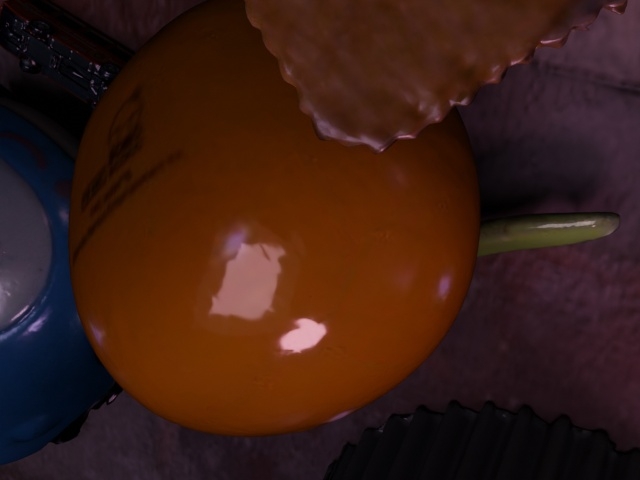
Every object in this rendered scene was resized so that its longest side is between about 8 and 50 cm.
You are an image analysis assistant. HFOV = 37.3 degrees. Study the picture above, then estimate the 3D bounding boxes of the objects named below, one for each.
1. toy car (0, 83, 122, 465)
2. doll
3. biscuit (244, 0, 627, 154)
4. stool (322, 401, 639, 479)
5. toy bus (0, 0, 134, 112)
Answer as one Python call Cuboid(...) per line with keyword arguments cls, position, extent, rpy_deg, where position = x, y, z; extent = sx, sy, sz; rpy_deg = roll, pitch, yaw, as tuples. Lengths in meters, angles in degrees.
Cuboid(cls="toy car", position=(-0.217, 0.041, 0.580), extent=(0.188, 0.190, 0.255), rpy_deg=(42, 130, 8))
Cuboid(cls="doll", position=(0.000, 0.000, 0.473), extent=(0.236, 0.213, 0.213), rpy_deg=(18, 137, -35))
Cuboid(cls="biscuit", position=(0.049, -0.181, 0.354), extent=(0.232, 0.013, 0.236), rpy_deg=(-30, 85, 6))
Cuboid(cls="stool", position=(0.071, 0.302, 0.508), extent=(0.297, 0.330, 0.297), rpy_deg=(12, 121, 20))
Cuboid(cls="toy bus", position=(-0.139, -0.105, 0.558), extent=(0.110, 0.043, 0.031), rpy_deg=(33, 123, 8))
